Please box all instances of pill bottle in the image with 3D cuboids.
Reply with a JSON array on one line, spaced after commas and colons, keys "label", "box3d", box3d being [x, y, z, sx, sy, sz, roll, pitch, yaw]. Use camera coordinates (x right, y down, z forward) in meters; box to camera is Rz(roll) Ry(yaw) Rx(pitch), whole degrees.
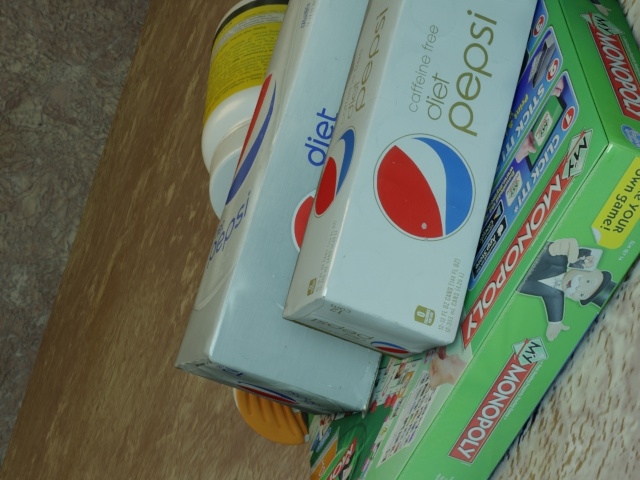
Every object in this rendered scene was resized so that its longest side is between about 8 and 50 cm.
[{"label": "pill bottle", "box3d": [-0.034, -0.099, 1.245, 0.208, 0.119, 0.119, -89, 23, -51]}]

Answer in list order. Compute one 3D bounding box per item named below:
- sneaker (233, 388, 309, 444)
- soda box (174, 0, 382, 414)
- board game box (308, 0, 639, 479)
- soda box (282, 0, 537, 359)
[{"label": "sneaker", "box3d": [0.000, 0.000, 1.058, 0.121, 0.099, 0.262, -141, 72, -79]}, {"label": "soda box", "box3d": [0.008, -0.048, 0.903, 0.091, 0.098, 0.286, 156, 131, -71]}, {"label": "board game box", "box3d": [0.076, 0.026, 0.841, 0.213, 0.046, 0.317, -94, 27, -55]}, {"label": "soda box", "box3d": [0.048, -0.052, 0.805, 0.069, 0.074, 0.216, 147, 140, -67]}]
